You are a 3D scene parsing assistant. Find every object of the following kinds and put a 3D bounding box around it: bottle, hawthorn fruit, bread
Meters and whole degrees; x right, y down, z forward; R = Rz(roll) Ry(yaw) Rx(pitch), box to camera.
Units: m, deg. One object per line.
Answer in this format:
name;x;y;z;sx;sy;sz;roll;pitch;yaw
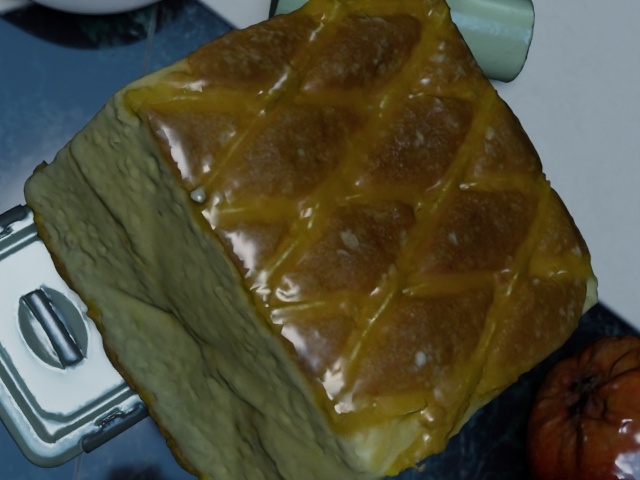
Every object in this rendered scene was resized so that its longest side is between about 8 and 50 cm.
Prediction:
bottle;0.063;-0.179;0.879;0.201;0.072;0.072;11;83;-11
hawthorn fruit;0.246;0.158;0.856;0.179;0.173;0.173;7;83;-37
bread;0.000;0.000;0.741;0.279;0.207;0.279;-29;91;-41

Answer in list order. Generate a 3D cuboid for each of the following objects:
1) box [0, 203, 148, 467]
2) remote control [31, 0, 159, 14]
box;-0.191;0.063;0.795;0.124;0.093;0.172;-30;92;-13
remote control;-0.220;-0.301;0.814;0.332;0.103;0.221;28;78;-7
